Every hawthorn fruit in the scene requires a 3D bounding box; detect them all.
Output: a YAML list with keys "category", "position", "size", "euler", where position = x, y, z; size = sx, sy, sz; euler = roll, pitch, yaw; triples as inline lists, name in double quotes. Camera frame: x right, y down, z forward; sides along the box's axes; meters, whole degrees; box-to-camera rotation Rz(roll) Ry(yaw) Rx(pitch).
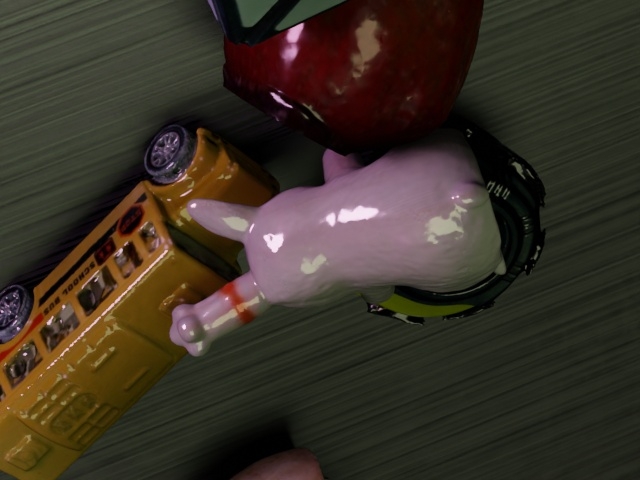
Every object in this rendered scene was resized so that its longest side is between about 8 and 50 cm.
- category: "hawthorn fruit"
  position: [0.026, -0.188, 1.446]
  size: [0.215, 0.215, 0.250]
  euler: [0, 111, -22]

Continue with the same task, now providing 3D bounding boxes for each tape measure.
- category: "tape measure"
  position: [0.097, -0.018, 1.661]
  size: [0.186, 0.112, 0.199]
  euler: [27, 117, -28]

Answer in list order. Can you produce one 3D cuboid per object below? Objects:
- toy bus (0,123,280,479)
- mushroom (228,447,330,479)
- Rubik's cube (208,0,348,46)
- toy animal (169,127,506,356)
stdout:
- category: "toy bus"
  position: [-0.173, 0.059, 1.596]
  size: [0.335, 0.123, 0.121]
  euler: [-44, 129, 13]
- category: "mushroom"
  position: [-0.038, 0.340, 1.817]
  size: [0.189, 0.195, 0.254]
  euler: [-26, 128, 3]
- category: "Rubik's cube"
  position: [-0.018, -0.316, 1.249]
  size: [0.250, 0.248, 0.246]
  euler: [-26, 158, -3]
- category: "toy animal"
  position: [0.010, -0.004, 1.523]
  size: [0.282, 0.138, 0.140]
  euler: [-15, 94, 16]
